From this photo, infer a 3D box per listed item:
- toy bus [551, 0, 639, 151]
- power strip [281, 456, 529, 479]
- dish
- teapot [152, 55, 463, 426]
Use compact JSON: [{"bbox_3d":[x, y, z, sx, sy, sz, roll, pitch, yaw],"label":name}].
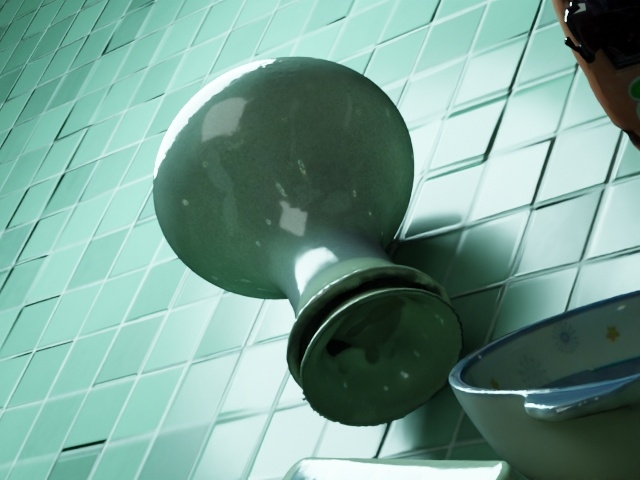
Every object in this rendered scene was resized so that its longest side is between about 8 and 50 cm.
[{"bbox_3d":[0.309,-0.194,0.861,0.427,0.233,0.203,-18,40,42],"label":"toy bus"},{"bbox_3d":[0.025,0.175,0.927,0.118,0.046,0.270,-54,18,-21],"label":"power strip"},{"bbox_3d":[0.178,0.077,0.811,0.236,0.086,0.228,-20,7,-34],"label":"dish"},{"bbox_3d":[0.000,0.000,1.125,0.183,0.183,0.251,-42,40,10],"label":"teapot"}]
